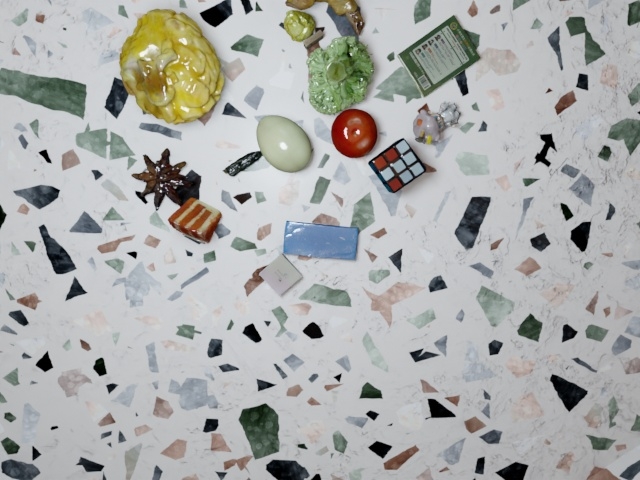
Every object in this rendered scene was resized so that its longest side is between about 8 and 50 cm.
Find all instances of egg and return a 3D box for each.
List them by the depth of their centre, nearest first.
[{"bbox_3d":[-0.147,-0.384,1.718,0.189,0.188,0.253,-40,93,6],"label":"egg"}]

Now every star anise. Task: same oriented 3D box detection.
[{"bbox_3d":[-0.660,-0.245,1.794,0.273,0.102,0.271,1,100,4],"label":"star anise"}]

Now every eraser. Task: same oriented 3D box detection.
[{"bbox_3d":[0.000,0.000,1.847,0.313,0.042,0.143,6,99,0],"label":"eraser"}]

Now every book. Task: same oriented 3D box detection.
[{"bbox_3d":[0.470,-0.731,1.735,0.264,0.027,0.201,-34,96,7],"label":"book"}]

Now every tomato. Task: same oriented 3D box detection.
[{"bbox_3d":[0.135,-0.426,1.733,0.196,0.136,0.194,0,99,0],"label":"tomato"}]

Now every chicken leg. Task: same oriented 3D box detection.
[{"bbox_3d":[0.007,-0.938,1.645,0.295,0.182,0.409,-45,113,-10],"label":"chicken leg"}]

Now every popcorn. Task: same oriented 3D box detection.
[{"bbox_3d":[-0.550,-0.634,1.632,0.354,0.345,0.389,20,72,-41],"label":"popcorn"},{"bbox_3d":[-0.083,-0.835,1.697,0.116,0.121,0.106,40,137,31],"label":"popcorn"}]

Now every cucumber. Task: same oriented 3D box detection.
[{"bbox_3d":[-0.321,-0.321,1.804,0.182,0.053,0.053,-33,97,3],"label":"cucumber"}]

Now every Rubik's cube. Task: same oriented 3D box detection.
[{"bbox_3d":[0.302,-0.297,1.737,0.163,0.160,0.162,-35,96,5],"label":"Rubik's cube"}]

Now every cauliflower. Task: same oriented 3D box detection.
[{"bbox_3d":[0.073,-0.631,1.646,0.273,0.250,0.274,-12,99,5],"label":"cauliflower"}]

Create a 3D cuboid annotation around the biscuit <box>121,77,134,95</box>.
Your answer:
[{"bbox_3d":[-0.732,-0.693,1.763,0.142,0.029,0.220,20,98,-2],"label":"biscuit"}]

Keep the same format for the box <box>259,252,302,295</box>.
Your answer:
[{"bbox_3d":[-0.170,0.144,1.868,0.130,0.051,0.129,-41,96,7],"label":"box"}]

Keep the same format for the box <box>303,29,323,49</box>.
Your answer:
[{"bbox_3d":[-0.028,-0.793,1.722,0.083,0.053,0.024,-31,96,4],"label":"box"}]

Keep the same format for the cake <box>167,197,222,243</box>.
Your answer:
[{"bbox_3d":[-0.495,-0.093,1.748,0.158,0.262,0.159,25,79,-7],"label":"cake"}]

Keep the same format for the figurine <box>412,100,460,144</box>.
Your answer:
[{"bbox_3d":[0.452,-0.470,1.739,0.229,0.112,0.137,-33,105,-8],"label":"figurine"}]
